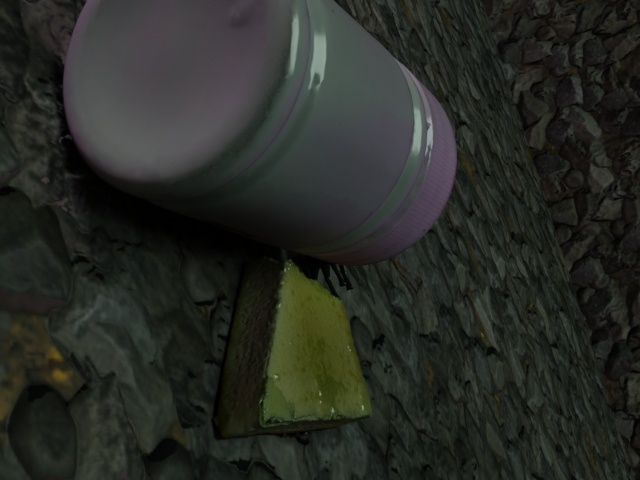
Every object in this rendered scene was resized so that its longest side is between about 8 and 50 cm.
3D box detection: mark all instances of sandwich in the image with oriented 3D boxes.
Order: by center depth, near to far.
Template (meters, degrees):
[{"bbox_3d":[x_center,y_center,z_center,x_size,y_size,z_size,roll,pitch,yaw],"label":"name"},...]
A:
[{"bbox_3d":[-0.033,0.086,0.764,0.193,0.058,0.163,15,57,-61],"label":"sandwich"}]

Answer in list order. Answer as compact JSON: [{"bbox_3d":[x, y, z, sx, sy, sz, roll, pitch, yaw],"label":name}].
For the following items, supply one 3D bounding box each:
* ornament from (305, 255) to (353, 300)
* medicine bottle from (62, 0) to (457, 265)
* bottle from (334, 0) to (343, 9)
[{"bbox_3d":[0.000,0.000,0.900,0.028,0.073,0.125,-9,72,-27],"label":"ornament"},{"bbox_3d":[-0.031,-0.098,0.725,0.315,0.202,0.202,23,51,-60],"label":"medicine bottle"},{"bbox_3d":[-0.078,-0.259,0.844,0.336,0.143,0.144,44,34,-50],"label":"bottle"}]
